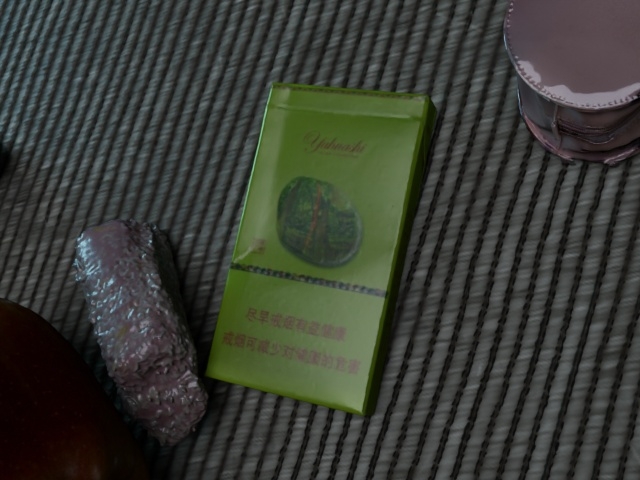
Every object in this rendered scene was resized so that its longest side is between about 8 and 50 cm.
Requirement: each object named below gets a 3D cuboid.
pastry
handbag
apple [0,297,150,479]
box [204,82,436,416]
[{"bbox_3d":[-0.195,0.082,0.798,0.102,0.112,0.265,-28,65,3],"label":"pastry"},{"bbox_3d":[0.271,-0.185,0.695,0.205,0.116,0.179,-48,68,4],"label":"handbag"},{"bbox_3d":[-0.336,0.217,0.737,0.316,0.288,0.288,33,91,27],"label":"apple"},{"bbox_3d":[0.000,0.000,0.791,0.186,0.047,0.335,9,82,22],"label":"box"}]
